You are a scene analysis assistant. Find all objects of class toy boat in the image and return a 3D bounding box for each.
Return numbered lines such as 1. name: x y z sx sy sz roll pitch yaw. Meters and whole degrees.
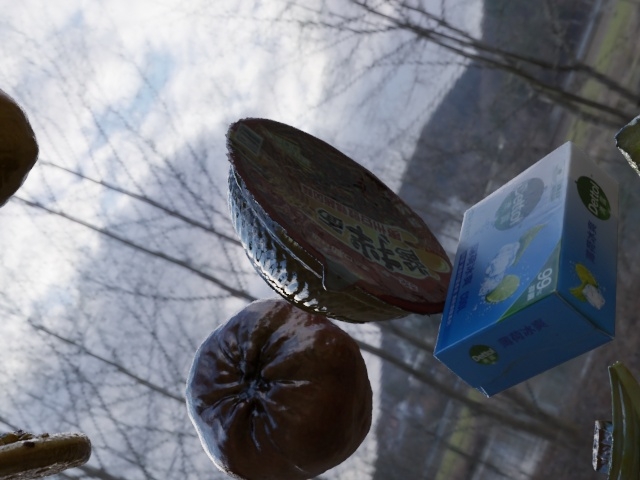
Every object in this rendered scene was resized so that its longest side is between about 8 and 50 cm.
1. toy boat: 0.347 0.227 1.111 0.065 0.066 0.172 -11 -75 -49

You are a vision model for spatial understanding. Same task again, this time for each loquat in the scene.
1. loquat: -0.437 -0.116 1.148 0.176 0.187 0.234 -57 -13 14

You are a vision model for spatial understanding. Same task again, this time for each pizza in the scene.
1. pizza: -0.368 0.261 1.164 0.246 0.058 0.127 -2 -24 -48

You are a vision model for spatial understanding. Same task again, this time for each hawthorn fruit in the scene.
1. hawthorn fruit: -0.046 0.205 1.285 0.261 0.258 0.258 24 -93 -40

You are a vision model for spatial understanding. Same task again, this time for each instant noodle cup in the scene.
1. instant noodle cup: 0.000 0.000 0.926 0.091 0.274 0.274 -50 -4 23

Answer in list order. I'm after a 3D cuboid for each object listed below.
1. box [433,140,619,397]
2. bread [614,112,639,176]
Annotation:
1. box: 0.185 0.024 0.850 0.139 0.073 0.194 -37 23 40
2. bread: 0.525 -0.077 1.280 0.174 0.252 0.133 -38 -19 19
